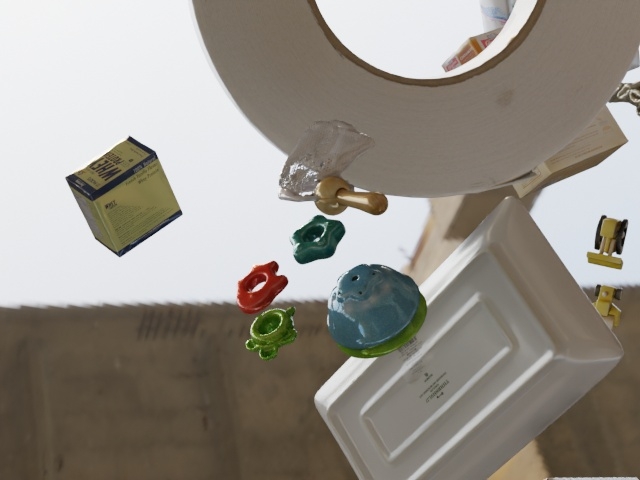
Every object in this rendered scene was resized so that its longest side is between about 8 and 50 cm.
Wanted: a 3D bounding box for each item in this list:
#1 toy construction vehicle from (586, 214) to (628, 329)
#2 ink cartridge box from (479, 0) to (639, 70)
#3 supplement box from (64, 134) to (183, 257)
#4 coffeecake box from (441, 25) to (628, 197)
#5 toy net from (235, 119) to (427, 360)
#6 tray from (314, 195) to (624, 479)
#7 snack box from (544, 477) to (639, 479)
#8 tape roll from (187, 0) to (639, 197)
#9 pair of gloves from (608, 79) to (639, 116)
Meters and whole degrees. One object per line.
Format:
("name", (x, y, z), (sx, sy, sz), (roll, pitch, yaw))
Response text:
("toy construction vehicle", (0.268, 0.034, 1.203), (0.086, 0.098, 0.035), (15, -174, 22))
("ink cartridge box", (0.342, -0.356, 2.028), (0.201, 0.278, 0.117), (-21, -140, -6))
("supplement box", (-0.199, -0.045, 1.415), (0.083, 0.083, 0.056), (-36, -141, -20))
("coffeecake box", (0.251, -0.161, 1.639), (0.142, 0.068, 0.185), (-22, -103, -36))
("toy net", (0.000, 0.000, 1.002), (0.122, 0.045, 0.232), (-23, -143, 12))
("tray", (0.091, 0.104, 1.030), (0.030, 0.270, 0.145), (-6, -124, -45))
("snack box", (0.285, 0.267, 1.395), (0.178, 0.022, 0.064), (11, -144, -49))
("tape roll", (0.082, -0.227, 1.143), (0.392, 0.392, 0.072), (12, -175, -10))
("pair of gloves", (0.405, -0.162, 1.357), (0.204, 0.240, 0.042), (-1, -101, -7))
